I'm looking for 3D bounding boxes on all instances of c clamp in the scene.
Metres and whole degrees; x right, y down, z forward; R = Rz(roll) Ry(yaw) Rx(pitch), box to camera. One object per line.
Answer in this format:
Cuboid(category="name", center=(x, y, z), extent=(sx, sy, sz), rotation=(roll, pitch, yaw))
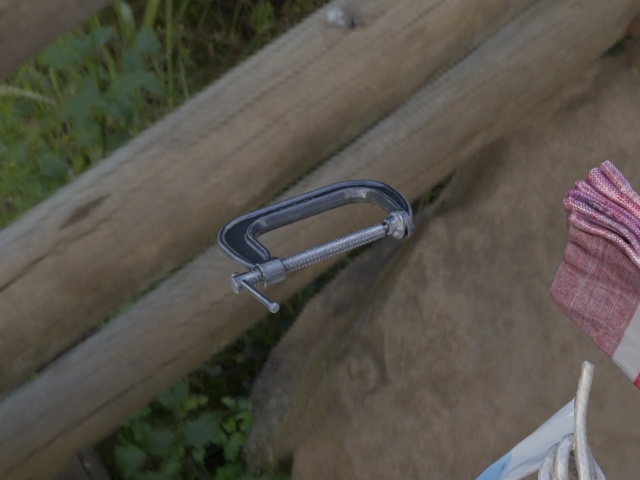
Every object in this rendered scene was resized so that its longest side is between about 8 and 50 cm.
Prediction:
Cuboid(category="c clamp", center=(0.000, 0.000, 0.915), extent=(0.161, 0.022, 0.137), rotation=(-23, 29, -25))

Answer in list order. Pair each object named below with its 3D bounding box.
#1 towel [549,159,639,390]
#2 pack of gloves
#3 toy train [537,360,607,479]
Cuboid(category="towel", center=(0.247, 0.120, 0.762), extent=(0.037, 0.237, 0.329), rotation=(-36, 70, -4))
Cuboid(category="pack of gloves", center=(0.137, 0.252, 1.224), extent=(0.046, 0.232, 0.195), rotation=(41, 31, -5))
Cuboid(category="toy train", center=(0.103, 0.175, 0.597), extent=(0.105, 0.143, 0.248), rotation=(0, 88, -10))
